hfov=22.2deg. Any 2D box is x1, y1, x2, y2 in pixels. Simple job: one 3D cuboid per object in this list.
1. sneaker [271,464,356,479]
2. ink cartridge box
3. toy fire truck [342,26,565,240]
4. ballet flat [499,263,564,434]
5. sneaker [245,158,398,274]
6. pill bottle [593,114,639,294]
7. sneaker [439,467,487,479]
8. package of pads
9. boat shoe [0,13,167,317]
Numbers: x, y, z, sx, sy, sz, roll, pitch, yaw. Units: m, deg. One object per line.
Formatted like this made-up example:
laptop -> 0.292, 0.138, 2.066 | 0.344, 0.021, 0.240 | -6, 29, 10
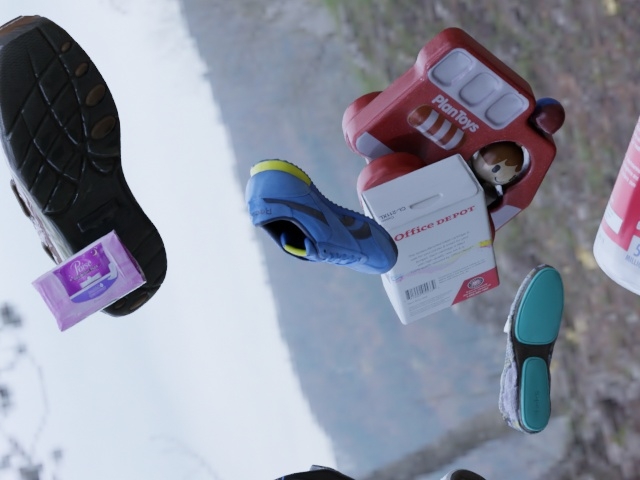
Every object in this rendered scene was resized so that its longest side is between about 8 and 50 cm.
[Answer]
sneaker -> -0.029, 0.260, 1.452 | 0.232, 0.090, 0.081 | -12, -52, -61
ink cartridge box -> 0.129, -0.001, 1.886 | 0.175, 0.127, 0.072 | 74, 172, -48
toy fire truck -> 0.189, -0.127, 2.179 | 0.302, 0.254, 0.169 | 32, -150, -34
ballet flat -> 0.138, 0.072, 1.101 | 0.041, 0.041, 0.114 | 84, -167, -86
sneaker -> 0.000, 0.000, 1.634 | 0.209, 0.069, 0.082 | 34, -133, -40
pill bottle -> 0.543, -0.123, 2.244 | 0.229, 0.229, 0.407 | -102, 25, -66
sneaker -> 0.156, 0.331, 1.299 | 0.106, 0.123, 0.290 | 4, -134, -54
package of pads -> -0.189, 0.033, 1.328 | 0.050, 0.083, 0.032 | 58, 180, 1
boat shoe -> -0.260, -0.069, 1.612 | 0.120, 0.123, 0.324 | 25, 139, 49
